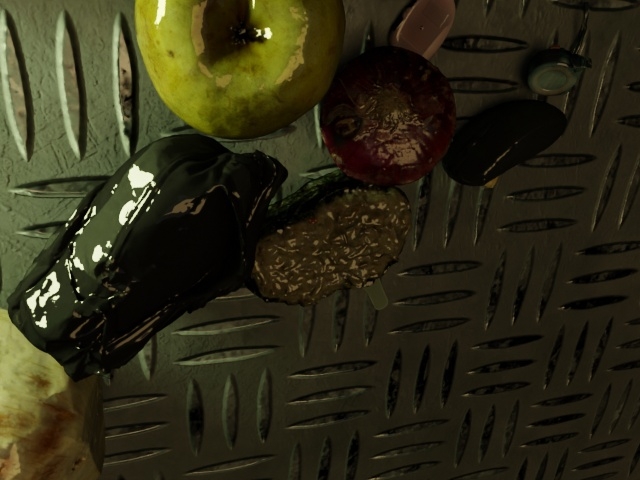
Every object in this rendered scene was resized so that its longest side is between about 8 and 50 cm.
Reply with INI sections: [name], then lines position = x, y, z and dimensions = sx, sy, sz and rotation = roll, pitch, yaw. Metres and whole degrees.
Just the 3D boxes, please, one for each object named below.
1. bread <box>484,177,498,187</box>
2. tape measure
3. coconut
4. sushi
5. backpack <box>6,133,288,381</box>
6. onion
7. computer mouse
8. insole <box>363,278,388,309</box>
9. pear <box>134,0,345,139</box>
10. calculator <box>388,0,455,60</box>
[bread]
position = 0.347, -0.152, 1.257
dimensions = 0.083, 0.035, 0.070
rotation = 10, 112, -17
[tape measure]
position = 0.479, -0.387, 1.183
dimensions = 0.107, 0.104, 0.180
rotation = 13, 78, -2
[coconut]
position = -0.546, 0.311, 0.986
dimensions = 0.415, 0.345, 0.415
rotation = -7, 116, -14
[sushi]
position = 0.000, 0.000, 1.127
dimensions = 0.350, 0.171, 0.211
rotation = -19, 120, -11
[backpack]
position = -0.245, 0.013, 0.915
dimensions = 0.255, 0.363, 0.446
rotation = 45, 116, 4
[onion]
position = 0.118, -0.219, 1.044
dimensions = 0.246, 0.190, 0.246
rotation = 0, 90, -6
[computer mouse]
position = 0.365, -0.213, 1.170
dimensions = 0.269, 0.137, 0.086
rotation = -30, 130, -4
[insole]
position = 0.115, 0.103, 1.322
dimensions = 0.053, 0.002, 0.153
rotation = -30, 123, -4
[pear]
position = -0.117, -0.295, 0.864
dimensions = 0.303, 0.304, 0.304
rotation = -9, 119, -16
[calculator]
position = 0.183, -0.384, 1.080
dimensions = 0.103, 0.024, 0.166
rotation = 28, 106, -30
